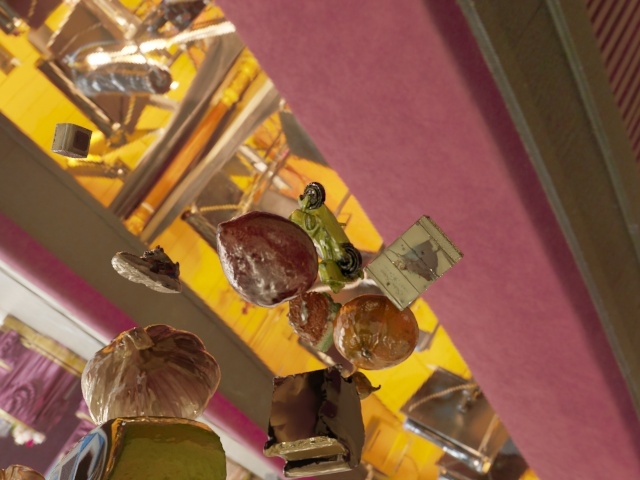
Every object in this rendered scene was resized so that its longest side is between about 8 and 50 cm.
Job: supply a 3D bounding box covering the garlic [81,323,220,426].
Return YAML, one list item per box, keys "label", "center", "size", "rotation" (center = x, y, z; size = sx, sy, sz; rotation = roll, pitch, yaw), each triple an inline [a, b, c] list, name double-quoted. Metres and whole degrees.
- label: "garlic"
  center: [-0.397, 0.335, 1.598]
  size: [0.322, 0.322, 0.241]
  rotation: [29, 155, 9]

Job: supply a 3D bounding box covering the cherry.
- label: "cherry"
  center: [-0.133, 0.042, 1.656]
  size: [0.230, 0.203, 0.300]
  rotation: [-21, 128, 40]

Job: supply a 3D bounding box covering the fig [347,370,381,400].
- label: "fig"
  center: [0.117, 0.418, 1.925]
  size: [0.098, 0.082, 0.084]
  rotation: [7, -175, 21]

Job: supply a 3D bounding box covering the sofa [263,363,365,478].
- label: "sofa"
  center: [-0.011, 0.461, 1.704]
  size: [0.200, 0.258, 0.182]
  rotation: [-14, 131, 17]

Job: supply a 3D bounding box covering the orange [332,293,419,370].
- label: "orange"
  center: [0.150, 0.257, 1.864]
  size: [0.240, 0.171, 0.240]
  rotation: [7, 124, 10]

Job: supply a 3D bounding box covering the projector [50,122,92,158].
- label: "projector"
  center: [-0.698, -0.279, 1.903]
  size: [0.083, 0.082, 0.083]
  rotation: [5, 172, 34]

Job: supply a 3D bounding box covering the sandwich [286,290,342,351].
- label: "sandwich"
  center: [-0.024, 0.246, 2.014]
  size: [0.160, 0.184, 0.109]
  rotation: [1, -152, -30]

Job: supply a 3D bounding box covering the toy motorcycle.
- label: "toy motorcycle"
  center: [-0.002, 0.000, 2.068]
  size: [0.206, 0.142, 0.342]
  rotation: [-50, 59, 40]

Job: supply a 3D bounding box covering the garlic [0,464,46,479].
- label: "garlic"
  center: [-0.867, 0.728, 1.962]
  size: [0.217, 0.110, 0.227]
  rotation: [-2, 122, 14]

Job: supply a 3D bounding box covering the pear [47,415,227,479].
- label: "pear"
  center: [-0.323, 0.417, 0.998]
  size: [0.165, 0.398, 0.399]
  rotation: [42, 157, -27]

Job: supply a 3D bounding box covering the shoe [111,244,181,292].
- label: "shoe"
  center: [-0.468, 0.063, 1.892]
  size: [0.099, 0.125, 0.227]
  rotation: [-1, 154, 39]

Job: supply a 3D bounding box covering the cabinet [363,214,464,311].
- label: "cabinet"
  center: [0.244, 0.055, 1.748]
  size: [0.145, 0.206, 0.150]
  rotation: [49, -168, 8]
